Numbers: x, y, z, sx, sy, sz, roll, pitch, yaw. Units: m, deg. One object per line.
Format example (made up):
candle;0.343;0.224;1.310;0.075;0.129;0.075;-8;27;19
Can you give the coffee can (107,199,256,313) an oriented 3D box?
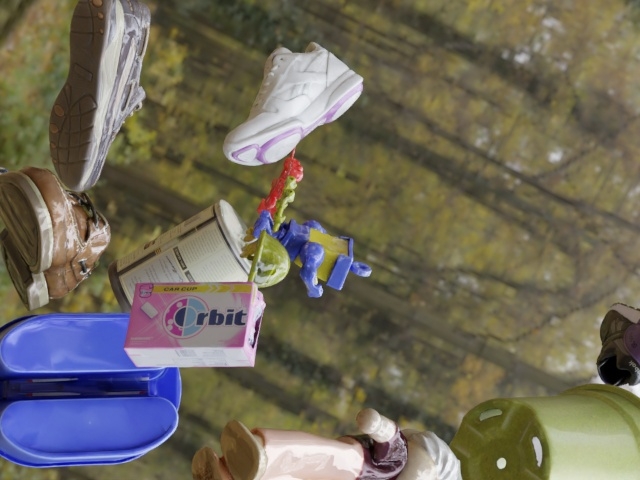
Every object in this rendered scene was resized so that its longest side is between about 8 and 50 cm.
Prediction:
coffee can;-0.274;0.068;2.705;0.275;0.202;0.201;-30;-164;8

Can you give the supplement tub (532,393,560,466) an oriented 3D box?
supplement tub;0.504;0.428;2.583;0.228;0.228;0.316;-63;169;9

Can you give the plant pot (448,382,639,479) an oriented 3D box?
plant pot;0.325;0.328;1.857;0.276;0.254;0.276;-15;-111;42

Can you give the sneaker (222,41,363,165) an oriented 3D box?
sneaker;-0.070;-0.229;2.162;0.305;0.152;0.114;-37;171;-37

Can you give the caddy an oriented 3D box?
caddy;-0.377;0.232;2.029;0.179;0.341;0.241;158;-68;-68

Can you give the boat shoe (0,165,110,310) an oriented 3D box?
boat shoe;-0.290;-0.018;1.419;0.104;0.111;0.307;-25;172;-20

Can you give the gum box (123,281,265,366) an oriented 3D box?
gum box;-0.175;0.119;1.844;0.062;0.188;0.107;70;23;-56

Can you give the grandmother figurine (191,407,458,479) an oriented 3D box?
grandmother figurine;0.020;0.264;1.478;0.208;0.342;0.104;-36;-122;42

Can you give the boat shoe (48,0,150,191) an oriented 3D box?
boat shoe;-0.354;-0.242;2.164;0.132;0.130;0.355;41;-56;36

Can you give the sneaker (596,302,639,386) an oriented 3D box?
sneaker;0.490;0.178;2.124;0.124;0.107;0.283;-38;180;-6

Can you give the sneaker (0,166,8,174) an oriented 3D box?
sneaker;-0.674;-0.101;2.596;0.135;0.052;0.058;-25;-152;26

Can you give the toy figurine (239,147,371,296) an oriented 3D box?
toy figurine;0.000;0.000;2.198;0.191;0.217;0.362;-60;-172;15
